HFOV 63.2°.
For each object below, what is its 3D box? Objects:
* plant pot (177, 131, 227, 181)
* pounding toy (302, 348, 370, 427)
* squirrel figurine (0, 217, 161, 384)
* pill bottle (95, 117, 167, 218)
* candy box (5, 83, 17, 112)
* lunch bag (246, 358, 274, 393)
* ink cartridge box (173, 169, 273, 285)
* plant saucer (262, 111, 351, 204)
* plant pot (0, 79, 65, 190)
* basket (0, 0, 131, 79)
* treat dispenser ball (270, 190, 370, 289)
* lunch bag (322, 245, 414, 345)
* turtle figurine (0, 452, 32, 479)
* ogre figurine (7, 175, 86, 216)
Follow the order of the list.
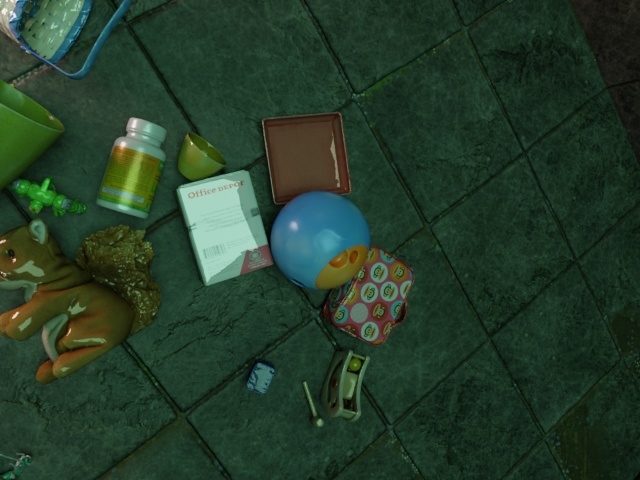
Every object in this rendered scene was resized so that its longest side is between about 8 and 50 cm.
[{"bbox_3d":[-0.344,-0.222,1.453,0.134,0.134,0.095,39,104,-19],"label":"plant pot"},{"bbox_3d":[0.042,0.464,1.615,0.155,0.154,0.269,22,84,-21],"label":"pounding toy"},{"bbox_3d":[-0.616,0.109,1.314,0.397,0.281,0.370,-32,94,-32],"label":"squirrel figurine"},{"bbox_3d":[-0.491,-0.191,1.379,0.136,0.136,0.245,18,86,-22],"label":"pill bottle"},{"bbox_3d":[-0.795,-0.287,1.300,0.109,0.053,0.186,-16,100,-21],"label":"candy box"},{"bbox_3d":[-0.179,0.407,1.573,0.067,0.065,0.098,26,84,-5],"label":"lunch bag"},{"bbox_3d":[-0.276,-0.040,1.482,0.207,0.117,0.282,-17,99,-20],"label":"ink cartridge box"},{"bbox_3d":[-0.045,-0.254,1.602,0.259,0.048,0.258,-10,96,-22],"label":"plant saucer"},{"bbox_3d":[-0.782,-0.209,1.160,0.275,0.275,0.293,35,94,-20],"label":"plant pot"},{"bbox_3d":[-0.632,-0.551,1.254,0.289,0.201,0.254,28,82,11],"label":"basket"},{"bbox_3d":[0.000,0.000,1.503,0.288,0.288,0.288,-1,93,-22],"label":"treat dispenser ball"},{"bbox_3d":[0.172,0.181,1.671,0.258,0.120,0.293,32,80,-21],"label":"lunch bag"},{"bbox_3d":[-0.797,0.635,1.316,0.234,0.118,0.175,44,36,-19],"label":"turtle figurine"},{"bbox_3d":[-0.700,-0.116,1.310,0.197,0.118,0.097,45,77,-17],"label":"ogre figurine"}]
